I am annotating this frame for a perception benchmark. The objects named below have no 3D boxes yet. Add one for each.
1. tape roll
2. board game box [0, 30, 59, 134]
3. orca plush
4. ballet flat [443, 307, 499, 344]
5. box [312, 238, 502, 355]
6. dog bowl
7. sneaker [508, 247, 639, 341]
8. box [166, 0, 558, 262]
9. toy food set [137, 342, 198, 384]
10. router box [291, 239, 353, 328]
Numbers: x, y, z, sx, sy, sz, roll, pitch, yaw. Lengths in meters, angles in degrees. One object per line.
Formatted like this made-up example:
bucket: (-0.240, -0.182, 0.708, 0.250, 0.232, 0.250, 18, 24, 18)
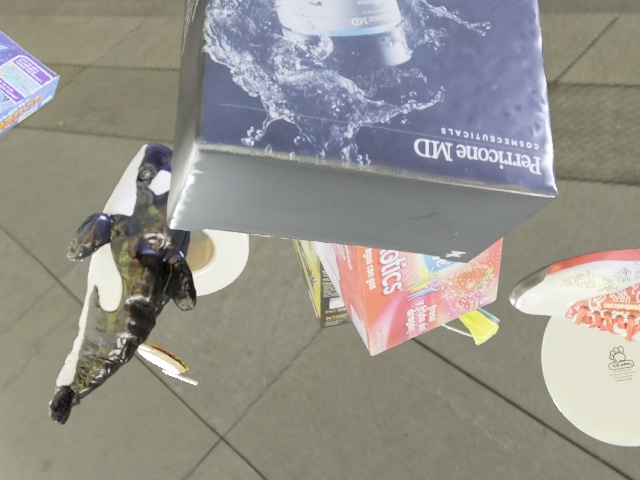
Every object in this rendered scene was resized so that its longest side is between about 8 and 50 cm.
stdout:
tape roll: (-0.294, -0.012, 1.733, 0.286, 0.286, 0.100, -17, 41, 12)
board game box: (-0.354, -0.166, 0.713, 0.201, 0.035, 0.136, 39, 47, -1)
orca plush: (-0.178, 0.050, 0.803, 0.102, 0.151, 0.287, 19, 72, 22)
ballet flat: (0.262, 0.132, 1.688, 0.231, 0.077, 0.077, 38, 96, 28)
box: (0.065, -0.052, 0.718, 0.142, 0.300, 0.154, -23, 54, -9)
dog bowl: (0.496, 0.191, 1.308, 0.264, 0.104, 0.265, -1, 88, 40)
sneaker: (0.375, 0.089, 0.981, 0.270, 0.090, 0.145, -10, 64, -4)
box: (0.015, -0.083, 0.384, 0.155, 0.093, 0.158, 6, 69, -15)
toy food set: (-0.352, 0.251, 1.805, 0.132, 0.192, 0.039, 12, 64, 38)
router box: (0.000, 0.000, 1.803, 0.081, 0.243, 0.309, -9, 41, -10)
